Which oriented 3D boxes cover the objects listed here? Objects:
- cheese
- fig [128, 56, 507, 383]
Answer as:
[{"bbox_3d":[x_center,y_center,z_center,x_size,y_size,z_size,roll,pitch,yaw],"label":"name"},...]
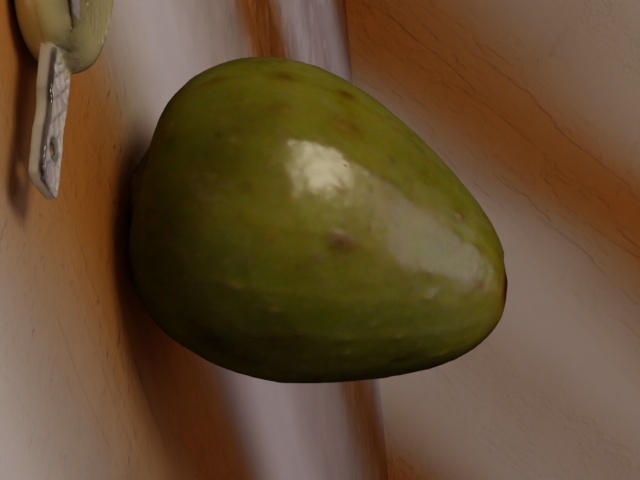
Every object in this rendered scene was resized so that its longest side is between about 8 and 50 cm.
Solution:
[{"bbox_3d":[-0.178,-0.144,1.010,0.127,0.054,0.252,68,20,-61],"label":"cheese"},{"bbox_3d":[0.000,0.000,1.221,0.258,0.326,0.258,-157,-90,-86],"label":"fig"}]
